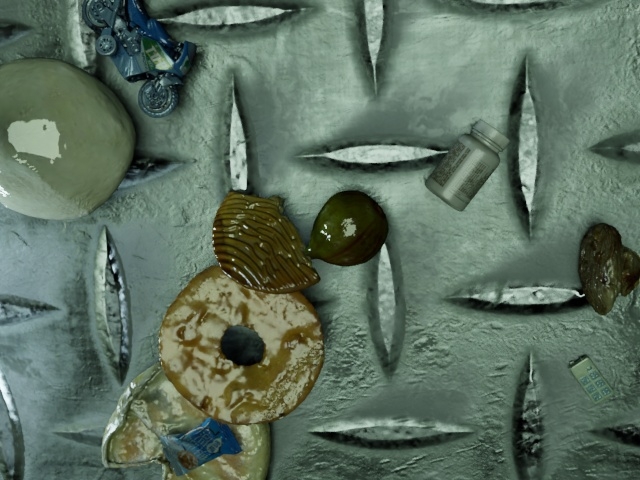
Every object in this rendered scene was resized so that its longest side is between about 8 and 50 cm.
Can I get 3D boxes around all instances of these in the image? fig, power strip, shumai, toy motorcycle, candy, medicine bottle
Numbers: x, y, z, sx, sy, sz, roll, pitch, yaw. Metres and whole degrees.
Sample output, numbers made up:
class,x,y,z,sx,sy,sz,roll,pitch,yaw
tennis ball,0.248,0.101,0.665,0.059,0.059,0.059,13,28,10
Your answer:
class,x,y,z,sx,sy,sz,roll,pitch,yaw
fig,0.000,0.000,1.200,0.236,0.124,0.124,-23,97,21
power strip,0.470,0.242,1.235,0.040,0.016,0.090,-36,95,12
shumai,0.473,0.039,1.149,0.105,0.123,0.139,-21,84,-1
toy motorcycle,-0.293,-0.332,1.178,0.135,0.092,0.255,-34,86,2
candy,-0.216,0.360,1.256,0.136,0.038,0.088,-24,108,12
medicine bottle,0.241,-0.123,1.160,0.079,0.079,0.140,36,103,-1
candy,-0.460,-0.167,1.179,0.295,0.185,0.296,0,95,5

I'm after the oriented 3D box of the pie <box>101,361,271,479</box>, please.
class,x,y,z,sx,sy,sz,roll,pitch,yaw
pie,-0.235,0.376,1.313,0.337,0.075,0.338,0,96,3

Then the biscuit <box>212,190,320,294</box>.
class,x,y,z,sx,sy,sz,roll,pitch,yaw
biscuit,-0.088,0.000,1.170,0.228,0.031,0.176,20,67,24

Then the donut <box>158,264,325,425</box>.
class,x,y,z,sx,sy,sz,roll,pitch,yaw
donut,-0.129,0.178,1.218,0.277,0.108,0.278,0,84,0
